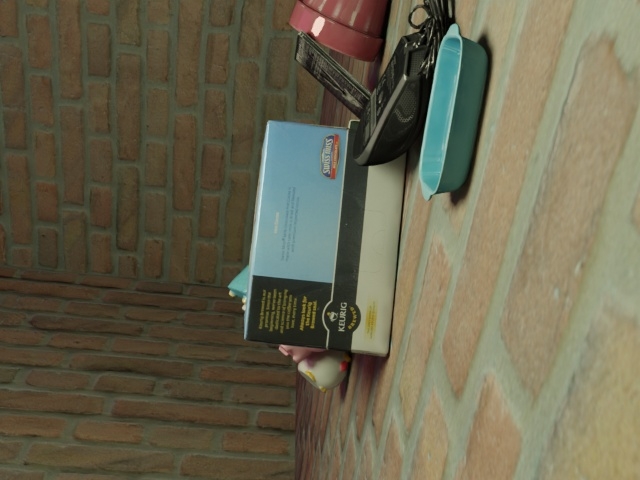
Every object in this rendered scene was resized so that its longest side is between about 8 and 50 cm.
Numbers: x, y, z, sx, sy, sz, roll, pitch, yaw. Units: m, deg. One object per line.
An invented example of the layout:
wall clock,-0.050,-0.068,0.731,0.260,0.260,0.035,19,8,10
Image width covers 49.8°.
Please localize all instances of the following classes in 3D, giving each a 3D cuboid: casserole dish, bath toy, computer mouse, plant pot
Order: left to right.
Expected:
bath toy,-0.034,0.173,1.400,0.151,0.129,0.348,23,154,50
plant pot,0.058,-0.498,1.438,0.201,0.201,0.180,-94,26,-65
computer mouse,0.123,-0.198,0.944,0.272,0.072,0.189,120,160,-49
casserole dish,0.143,-0.134,0.746,0.114,0.036,0.189,-98,16,-73

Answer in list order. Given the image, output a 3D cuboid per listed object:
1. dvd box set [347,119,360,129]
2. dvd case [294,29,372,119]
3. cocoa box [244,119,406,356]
dvd box set,0.055,-0.037,1.570,0.420,0.062,0.308,108,167,-70
dvd case,0.034,-0.336,1.449,0.018,0.221,0.164,-47,2,-5
cocoa box,0.000,0.000,1.154,0.231,0.227,0.347,148,128,-84
